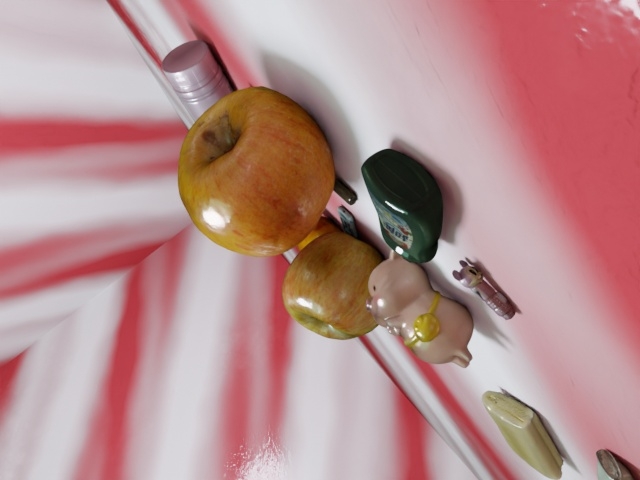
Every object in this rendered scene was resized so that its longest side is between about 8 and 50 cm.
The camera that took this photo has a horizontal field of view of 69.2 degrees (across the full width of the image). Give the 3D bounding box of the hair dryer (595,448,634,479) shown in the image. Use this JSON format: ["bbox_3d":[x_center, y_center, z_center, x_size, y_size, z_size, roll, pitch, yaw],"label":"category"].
[{"bbox_3d":[0.492,0.468,0.681,0.206,0.075,0.237,58,-161,-15],"label":"hair dryer"}]

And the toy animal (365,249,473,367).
[{"bbox_3d":[0.187,0.137,0.874,0.248,0.149,0.165,54,156,28],"label":"toy animal"}]

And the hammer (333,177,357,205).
[{"bbox_3d":[-0.053,-0.197,1.022,0.365,0.043,0.111,45,169,23],"label":"hammer"}]

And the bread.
[{"bbox_3d":[0.434,0.411,0.995,0.178,0.060,0.139,55,168,-22],"label":"bread"}]

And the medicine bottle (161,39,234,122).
[{"bbox_3d":[-0.285,-0.364,1.183,0.133,0.133,0.250,44,169,35],"label":"medicine bottle"}]

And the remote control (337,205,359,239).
[{"bbox_3d":[0.069,-0.036,1.124,0.053,0.018,0.124,44,168,30],"label":"remote control"}]

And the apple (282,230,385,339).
[{"bbox_3d":[0.046,0.103,1.107,0.264,0.264,0.264,49,170,11],"label":"apple"}]

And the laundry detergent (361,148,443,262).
[{"bbox_3d":[0.127,-0.035,0.708,0.144,0.078,0.222,48,172,28],"label":"laundry detergent"}]

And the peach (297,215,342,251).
[{"bbox_3d":[0.000,0.000,1.266,0.138,0.138,0.138,49,170,11],"label":"peach"}]

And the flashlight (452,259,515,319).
[{"bbox_3d":[0.246,0.074,0.692,0.110,0.052,0.031,43,134,6],"label":"flashlight"}]

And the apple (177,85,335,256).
[{"bbox_3d":[-0.111,-0.115,0.871,0.275,0.299,0.299,35,-177,-42],"label":"apple"}]
